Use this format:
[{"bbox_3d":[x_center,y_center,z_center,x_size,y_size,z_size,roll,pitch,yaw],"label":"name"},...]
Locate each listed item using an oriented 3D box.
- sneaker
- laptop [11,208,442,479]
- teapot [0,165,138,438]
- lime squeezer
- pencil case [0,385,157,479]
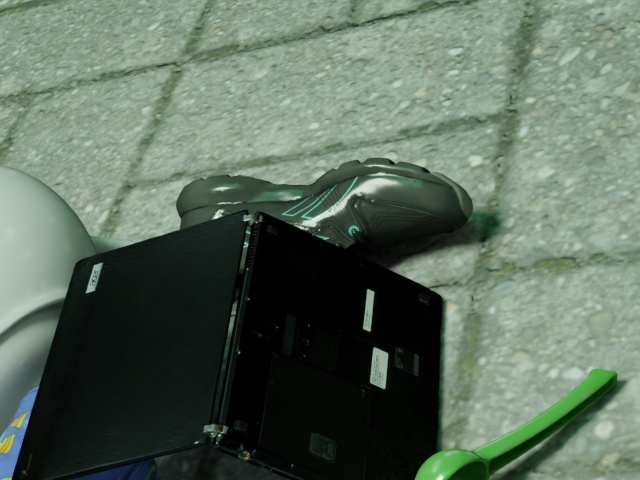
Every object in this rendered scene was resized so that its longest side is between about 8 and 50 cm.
[{"bbox_3d":[0.000,0.000,1.249,0.267,0.101,0.106,-6,65,27],"label":"sneaker"},{"bbox_3d":[-0.057,0.106,1.105,0.136,0.264,0.234,-52,20,39],"label":"laptop"},{"bbox_3d":[-0.264,0.073,1.234,0.187,0.252,0.256,40,90,25],"label":"teapot"},{"bbox_3d":[0.103,0.201,0.973,0.110,0.059,0.310,20,51,7],"label":"lime squeezer"},{"bbox_3d":[-0.211,0.246,1.056,0.133,0.119,0.306,-2,44,24],"label":"pencil case"}]
